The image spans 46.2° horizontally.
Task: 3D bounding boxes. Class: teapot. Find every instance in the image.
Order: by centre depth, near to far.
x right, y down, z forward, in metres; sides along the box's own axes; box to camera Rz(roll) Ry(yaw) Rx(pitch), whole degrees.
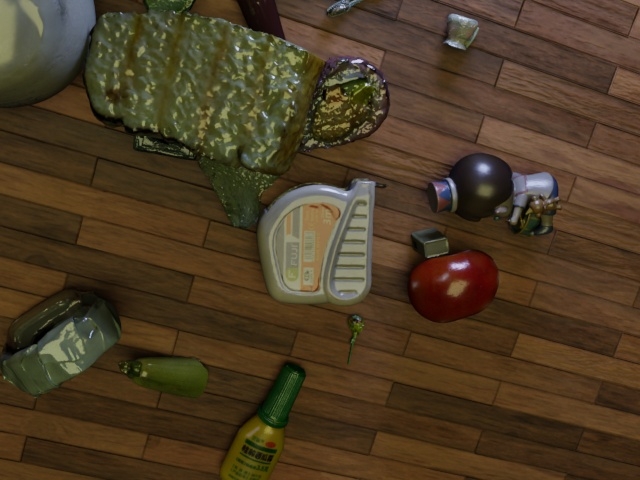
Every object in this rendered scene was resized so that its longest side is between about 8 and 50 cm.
[{"bbox_3d":[0.289,-0.423,1.531,0.083,0.064,0.064,2,113,-41],"label":"teapot"}]

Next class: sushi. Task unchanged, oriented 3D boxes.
[{"bbox_3d":[0.039,-0.252,1.505,0.161,0.107,0.241,26,106,-18],"label":"sushi"}]

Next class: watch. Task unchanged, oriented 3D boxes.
[{"bbox_3d":[-0.504,0.207,1.459,0.253,0.241,0.162,-34,107,0],"label":"watch"}]

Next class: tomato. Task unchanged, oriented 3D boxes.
[{"bbox_3d":[0.281,0.099,1.581,0.195,0.195,0.136,-14,80,-5],"label":"tomato"}]

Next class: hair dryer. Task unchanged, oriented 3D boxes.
[{"bbox_3d":[-0.042,-0.542,1.372,0.340,0.123,0.313,-15,115,23],"label":"hair dryer"}]

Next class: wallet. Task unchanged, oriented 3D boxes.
[{"bbox_3d":[-0.306,-0.213,1.502,0.129,0.026,0.088,9,101,-10],"label":"wallet"}]

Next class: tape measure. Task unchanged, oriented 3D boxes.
[{"bbox_3d":[0.000,0.000,1.548,0.265,0.130,0.258,1,100,-3],"label":"tape measure"}]

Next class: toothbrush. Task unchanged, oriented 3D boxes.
[{"bbox_3d":[0.143,-0.516,1.503,0.294,0.028,0.026,-28,107,-7],"label":"toothbrush"}]

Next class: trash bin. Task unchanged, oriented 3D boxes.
[{"bbox_3d":[0.235,0.005,1.599,0.060,0.092,0.043,-12,102,-6],"label":"trash bin"}]

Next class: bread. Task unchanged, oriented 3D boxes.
[{"bbox_3d":[-0.202,-0.275,1.381,0.395,0.264,0.239,16,97,6],"label":"bread"}]

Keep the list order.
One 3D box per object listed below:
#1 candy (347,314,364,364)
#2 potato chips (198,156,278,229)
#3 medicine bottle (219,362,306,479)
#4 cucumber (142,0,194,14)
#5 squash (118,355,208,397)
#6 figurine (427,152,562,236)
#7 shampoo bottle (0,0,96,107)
[{"bbox_3d":[0.071,0.222,1.661,0.035,0.035,0.123,3,112,-21],"label":"candy"},{"bbox_3d":[-0.164,-0.143,1.522,0.167,0.059,0.228,18,93,-17],"label":"potato chips"},{"bbox_3d":[-0.118,0.411,1.649,0.111,0.076,0.309,23,97,-14],"label":"medicine bottle"},{"bbox_3d":[-0.301,-0.507,1.392,0.191,0.130,0.191,-2,110,-7],"label":"cucumber"},{"bbox_3d":[-0.343,0.278,1.587,0.200,0.075,0.090,21,119,-34],"label":"squash"},{"bbox_3d":[0.359,-0.096,1.570,0.275,0.161,0.158,15,136,-9],"label":"figurine"},{"bbox_3d":[-0.554,-0.389,1.276,0.322,0.317,0.323,-1,100,-8],"label":"shampoo bottle"}]
